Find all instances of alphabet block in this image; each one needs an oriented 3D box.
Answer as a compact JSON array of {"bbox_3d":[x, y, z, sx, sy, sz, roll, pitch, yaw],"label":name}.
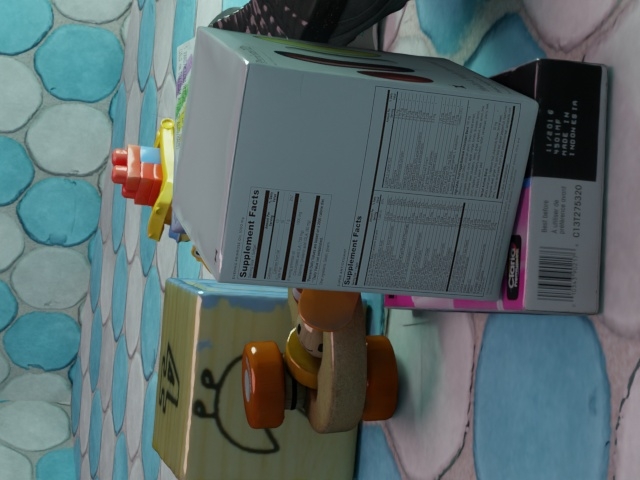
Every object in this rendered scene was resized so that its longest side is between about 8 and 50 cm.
[{"bbox_3d":[-0.070,0.148,1.404,0.193,0.192,0.197,-170,84,-75],"label":"alphabet block"}]

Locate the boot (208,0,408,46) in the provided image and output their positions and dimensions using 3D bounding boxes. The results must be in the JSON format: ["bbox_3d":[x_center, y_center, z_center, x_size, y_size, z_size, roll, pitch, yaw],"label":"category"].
[{"bbox_3d":[0.032,-0.202,1.128,0.118,0.223,0.338,59,153,7],"label":"boot"}]

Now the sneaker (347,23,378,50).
[{"bbox_3d":[0.039,-0.215,1.383,0.061,0.054,0.152,-93,13,-78],"label":"sneaker"}]

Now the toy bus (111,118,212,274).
[{"bbox_3d":[-0.182,-0.060,1.784,0.149,0.211,0.220,117,151,-49],"label":"toy bus"}]

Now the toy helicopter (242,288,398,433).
[{"bbox_3d":[0.000,0.000,1.211,0.235,0.140,0.355,117,149,-70],"label":"toy helicopter"}]

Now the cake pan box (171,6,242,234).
[{"bbox_3d":[-0.099,-0.153,1.608,0.246,0.070,0.267,-12,73,54],"label":"cake pan box"}]

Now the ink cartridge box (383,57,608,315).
[{"bbox_3d":[0.117,-0.029,1.056,0.371,0.069,0.175,170,103,-75],"label":"ink cartridge box"}]

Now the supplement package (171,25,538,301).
[{"bbox_3d":[0.015,-0.060,0.939,0.194,0.203,0.149,-134,51,-67],"label":"supplement package"}]
